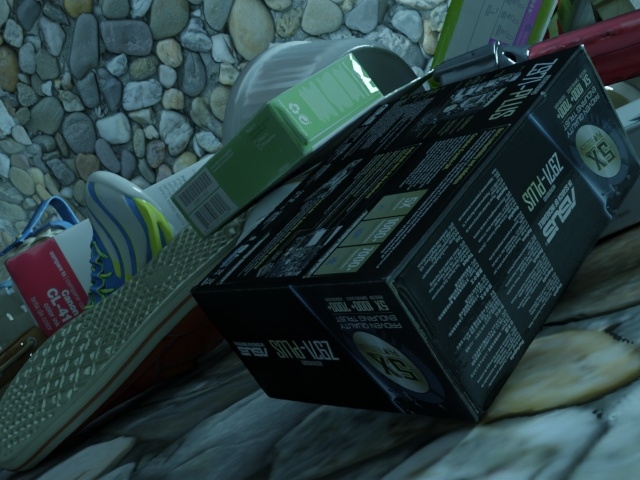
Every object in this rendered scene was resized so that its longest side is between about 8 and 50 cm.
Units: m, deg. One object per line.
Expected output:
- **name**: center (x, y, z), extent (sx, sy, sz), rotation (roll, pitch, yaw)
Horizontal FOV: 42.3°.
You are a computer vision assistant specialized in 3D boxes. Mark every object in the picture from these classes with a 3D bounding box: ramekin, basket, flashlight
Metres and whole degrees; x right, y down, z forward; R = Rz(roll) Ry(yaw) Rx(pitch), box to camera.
- **ramekin**: center (0.029, -0.113, 0.977), extent (0.127, 0.273, 0.273), rotation (-6, 19, 45)
- **basket**: center (-0.412, 0.086, 1.353), extent (0.201, 0.255, 0.289), rotation (-28, 24, 14)
- **flashlight**: center (0.243, -0.154, 0.663), extent (0.304, 0.103, 0.103), rotation (-15, 51, 22)

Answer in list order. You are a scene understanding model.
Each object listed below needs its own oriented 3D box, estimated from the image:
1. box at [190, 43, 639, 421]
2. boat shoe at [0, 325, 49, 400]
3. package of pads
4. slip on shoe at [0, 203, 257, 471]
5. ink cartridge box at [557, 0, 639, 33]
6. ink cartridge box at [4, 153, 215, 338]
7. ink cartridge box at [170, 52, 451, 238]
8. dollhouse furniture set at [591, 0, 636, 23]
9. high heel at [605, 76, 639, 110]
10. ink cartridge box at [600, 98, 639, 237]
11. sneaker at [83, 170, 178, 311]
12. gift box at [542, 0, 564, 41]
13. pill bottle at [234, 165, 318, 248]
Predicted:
- **box**: center (0.049, -0.005, 0.416), extent (0.147, 0.077, 0.180), rotation (-8, 32, 50)
- **boat shoe**: center (-0.384, 0.190, 0.814), extent (0.122, 0.120, 0.324), rotation (-24, 6, 42)
- **package of pads**: center (0.209, -0.278, 0.909), extent (0.229, 0.101, 0.296), rotation (-20, -49, -81)
- **slip on shoe**: center (-0.160, 0.097, 0.772), extent (0.331, 0.101, 0.123), rotation (-42, 35, -18)
- **ink cartridge box**: center (0.363, -0.295, 0.923), extent (0.179, 0.045, 0.145), rotation (-20, -8, 7)
- **ink cartridge box**: center (-0.238, 0.043, 1.124), extent (0.306, 0.131, 0.226), rotation (-28, -18, -15)
- **ink cartridge box**: center (-0.005, -0.102, 0.743), extent (0.235, 0.056, 0.171), rotation (-40, 4, -43)
- **dollhouse furniture set**: center (0.269, -0.199, 0.949), extent (0.182, 0.101, 0.161), rotation (-26, -35, 14)
- **high heel**: center (0.264, -0.104, 0.823), extent (0.261, 0.093, 0.186), rotation (-46, -20, -12)
- **ink cartridge box**: center (0.217, -0.066, 0.584), extent (0.275, 0.060, 0.239), rotation (-26, 7, 21)
- **sneaker**: center (-0.197, 0.051, 0.840), extent (0.091, 0.240, 0.126), rotation (10, 47, 35)
- **gift box**: center (0.368, -0.301, 1.125), extent (0.255, 0.276, 0.258), rotation (-25, -6, 15)
- **pill bottle**: center (0.000, 0.000, 0.720), extent (0.117, 0.117, 0.208), rotation (-26, 5, 19)
